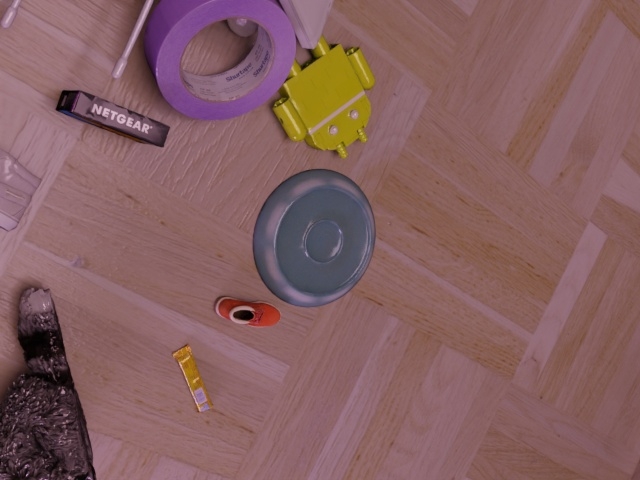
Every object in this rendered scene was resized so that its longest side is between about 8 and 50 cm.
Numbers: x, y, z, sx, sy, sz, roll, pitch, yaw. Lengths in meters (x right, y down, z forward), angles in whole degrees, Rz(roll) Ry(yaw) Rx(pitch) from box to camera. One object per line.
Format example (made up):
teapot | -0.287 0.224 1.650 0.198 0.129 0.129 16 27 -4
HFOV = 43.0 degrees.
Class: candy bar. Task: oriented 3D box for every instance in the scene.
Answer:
candy bar | -0.270 0.300 1.738 0.040 0.018 0.162 -26 112 -20

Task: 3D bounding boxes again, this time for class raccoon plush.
raccoon plush | -0.600 0.339 1.507 0.299 0.216 0.447 -13 77 -14

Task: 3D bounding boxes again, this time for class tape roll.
tape roll | -0.188 -0.361 1.533 0.274 0.090 0.275 -18 141 -15

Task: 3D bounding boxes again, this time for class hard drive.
hard drive | -0.035 -0.545 1.574 0.307 0.040 0.203 56 50 -63

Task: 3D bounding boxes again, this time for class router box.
router box | -0.384 -0.226 1.501 0.178 0.133 0.046 20 89 -31

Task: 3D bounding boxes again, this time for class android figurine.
android figurine | 0.013 -0.310 1.762 0.248 0.056 0.273 -37 114 -19

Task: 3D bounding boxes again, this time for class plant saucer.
plant saucer | 0.000 0.000 1.823 0.317 0.043 0.318 -7 104 -29

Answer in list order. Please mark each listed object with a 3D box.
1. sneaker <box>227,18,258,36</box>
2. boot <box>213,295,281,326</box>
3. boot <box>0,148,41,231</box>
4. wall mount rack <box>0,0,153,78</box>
sneaker | -0.158 -0.498 1.556 0.085 0.237 0.086 -1 58 2
boot | -0.143 0.162 1.747 0.157 0.084 0.059 12 92 -33
boot | -0.620 -0.129 1.418 0.258 0.095 0.123 37 74 -39
wall mount rack | -0.378 -0.462 1.355 0.349 0.131 0.304 24 126 -8
